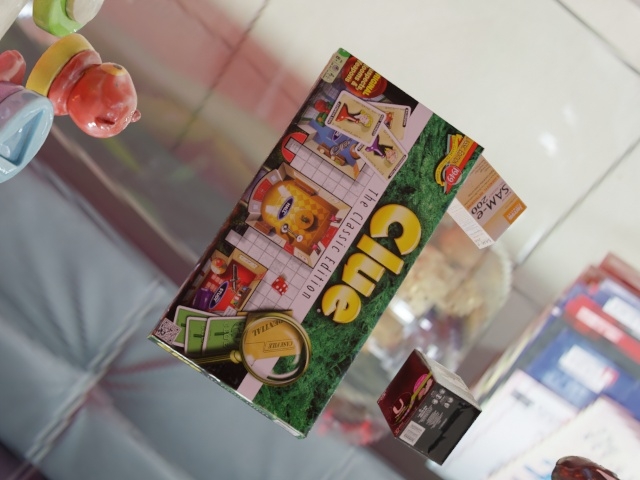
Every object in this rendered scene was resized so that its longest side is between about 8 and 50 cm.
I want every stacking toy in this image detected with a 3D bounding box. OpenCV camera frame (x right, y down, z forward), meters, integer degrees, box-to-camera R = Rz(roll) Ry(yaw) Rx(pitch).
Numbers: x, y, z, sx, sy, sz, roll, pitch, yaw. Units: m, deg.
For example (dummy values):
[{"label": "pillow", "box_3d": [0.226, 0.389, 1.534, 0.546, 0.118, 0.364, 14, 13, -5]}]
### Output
[{"label": "stacking toy", "box_3d": [-0.333, -0.215, 2.134, 0.130, 0.309, 0.279, 36, 128, 14]}]

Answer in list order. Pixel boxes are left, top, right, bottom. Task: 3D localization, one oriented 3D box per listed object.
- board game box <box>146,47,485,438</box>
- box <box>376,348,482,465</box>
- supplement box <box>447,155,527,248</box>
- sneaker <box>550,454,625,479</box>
[{"label": "board game box", "box_3d": [0.000, 0.000, 1.223, 0.136, 0.260, 0.030, 34, 165, -9]}, {"label": "box", "box_3d": [0.092, 0.141, 1.427, 0.052, 0.083, 0.062, 33, 99, -16]}, {"label": "supplement box", "box_3d": [0.165, -0.049, 1.791, 0.098, 0.062, 0.036, 48, 155, -7]}, {"label": "sneaker", "box_3d": [0.223, 0.298, 1.299, 0.100, 0.108, 0.271, 6, 112, 64]}]
